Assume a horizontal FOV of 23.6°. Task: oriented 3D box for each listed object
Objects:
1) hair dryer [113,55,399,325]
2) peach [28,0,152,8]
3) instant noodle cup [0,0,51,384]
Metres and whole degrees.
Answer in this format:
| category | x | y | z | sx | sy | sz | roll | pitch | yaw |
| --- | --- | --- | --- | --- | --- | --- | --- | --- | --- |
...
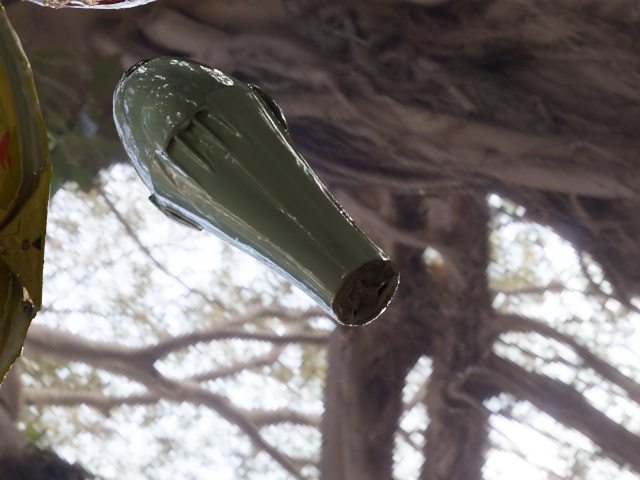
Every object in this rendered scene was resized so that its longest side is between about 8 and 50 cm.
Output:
| category | x | y | z | sx | sy | sz | roll | pitch | yaw |
| --- | --- | --- | --- | --- | --- | --- | --- | --- | --- |
| hair dryer | 0.006 | 0.007 | 0.905 | 0.092 | 0.229 | 0.267 | -49 | -57 | 2 |
| peach | -0.183 | -0.328 | 1.380 | 0.361 | 0.257 | 0.201 | -36 | -39 | -40 |
| instant noodle cup | -0.318 | -0.021 | 0.657 | 0.254 | 0.325 | 0.326 | -12 | -55 | -66 |
